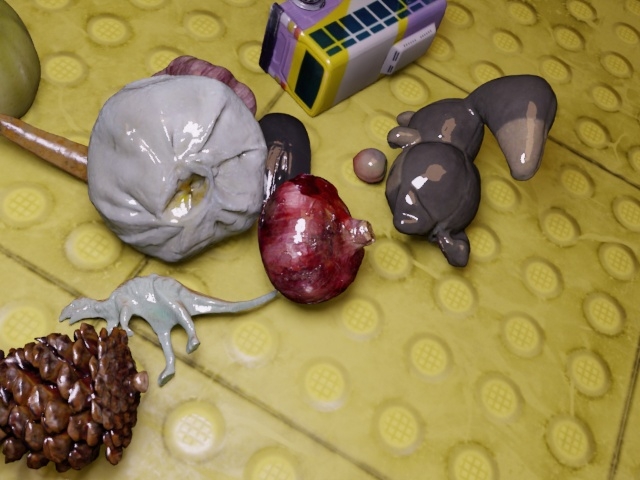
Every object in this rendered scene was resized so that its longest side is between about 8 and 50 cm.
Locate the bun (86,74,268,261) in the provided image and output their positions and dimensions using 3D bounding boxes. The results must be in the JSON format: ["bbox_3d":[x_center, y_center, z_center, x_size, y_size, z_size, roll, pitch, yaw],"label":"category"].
[{"bbox_3d":[-0.258,-0.129,1.157,0.354,0.355,0.194,1,23,-14],"label":"bun"}]

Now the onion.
[{"bbox_3d":[0.000,0.000,1.211,0.219,0.252,0.252,-9,57,21],"label":"onion"}]

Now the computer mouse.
[{"bbox_3d":[-0.088,-0.186,1.391,0.137,0.086,0.270,8,61,-10],"label":"computer mouse"}]

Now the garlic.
[{"bbox_3d":[-0.250,-0.250,1.292,0.244,0.245,0.161,25,41,0],"label":"garlic"}]

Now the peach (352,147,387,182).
[{"bbox_3d":[0.112,-0.169,1.439,0.083,0.083,0.083,7,60,-11],"label":"peach"}]

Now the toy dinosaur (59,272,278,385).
[{"bbox_3d":[-0.261,0.137,1.161,0.392,0.092,0.206,-20,62,-15],"label":"toy dinosaur"}]

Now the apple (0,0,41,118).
[{"bbox_3d":[-0.680,-0.344,1.235,0.278,0.279,0.279,7,60,-11],"label":"apple"}]

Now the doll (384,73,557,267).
[{"bbox_3d":[0.284,-0.165,1.324,0.252,0.378,0.383,19,60,-23],"label":"doll"}]

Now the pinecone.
[{"bbox_3d":[-0.396,0.247,0.990,0.272,0.224,0.224,-14,64,1],"label":"pinecone"}]

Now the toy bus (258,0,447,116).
[{"bbox_3d":[0.093,-0.508,1.548,0.439,0.209,0.249,-35,76,-28],"label":"toy bus"}]

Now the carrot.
[{"bbox_3d":[-0.518,-0.181,1.234,0.298,0.078,0.078,27,55,-23],"label":"carrot"}]
